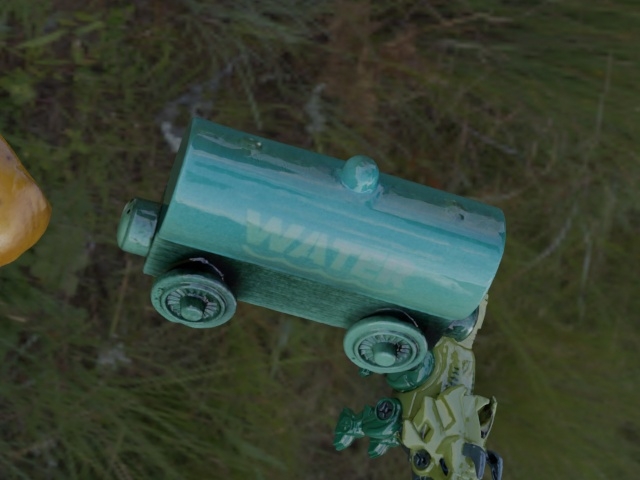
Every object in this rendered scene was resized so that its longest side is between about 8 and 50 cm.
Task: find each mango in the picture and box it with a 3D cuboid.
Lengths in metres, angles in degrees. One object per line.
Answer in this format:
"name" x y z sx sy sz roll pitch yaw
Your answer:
"mango" -0.297 -0.061 0.908 0.217 0.141 0.102 43 63 -1

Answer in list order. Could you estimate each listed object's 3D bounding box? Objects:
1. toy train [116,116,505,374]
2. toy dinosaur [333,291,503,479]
"toy train" 0.000 0.000 0.814 0.159 0.248 0.101 121 -19 -48
"toy dinosaur" 0.102 0.118 1.151 0.094 0.153 0.259 27 68 -48
